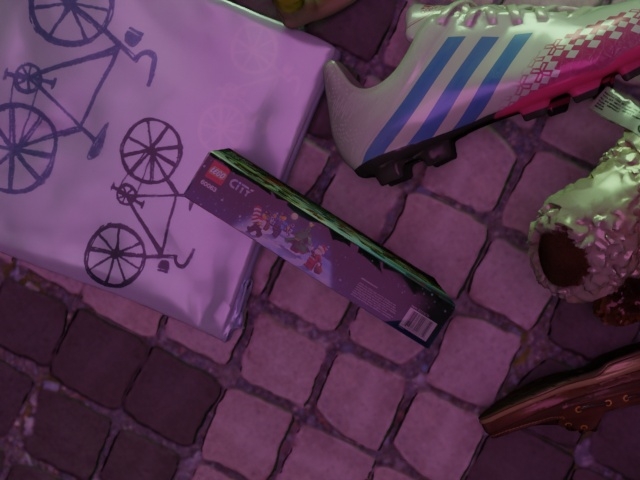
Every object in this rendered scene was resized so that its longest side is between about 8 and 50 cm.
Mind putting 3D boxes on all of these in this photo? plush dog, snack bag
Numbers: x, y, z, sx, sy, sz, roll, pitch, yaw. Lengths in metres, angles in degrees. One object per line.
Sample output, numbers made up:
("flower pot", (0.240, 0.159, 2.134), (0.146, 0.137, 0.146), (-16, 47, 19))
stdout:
("plush dog", (0.328, -0.007, 0.800), (0.263, 0.225, 0.210), (1, 54, 31))
("snack bag", (-0.181, -0.108, 0.943), (0.343, 0.037, 0.323), (21, 95, 3))

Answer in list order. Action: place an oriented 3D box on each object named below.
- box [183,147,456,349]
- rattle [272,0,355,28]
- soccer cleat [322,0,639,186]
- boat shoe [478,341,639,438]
("box", (0.000, 0.000, 0.843), (0.233, 0.159, 0.044), (32, 96, -4))
("rattle", (0.022, -0.293, 0.882), (0.200, 0.130, 0.142), (-34, 60, -1))
("soccer cleat", (0.157, -0.166, 0.854), (0.331, 0.116, 0.143), (-23, 89, 8))
("boat shoe", (0.233, 0.148, 0.882), (0.178, 0.064, 0.060), (-21, 87, 5))
